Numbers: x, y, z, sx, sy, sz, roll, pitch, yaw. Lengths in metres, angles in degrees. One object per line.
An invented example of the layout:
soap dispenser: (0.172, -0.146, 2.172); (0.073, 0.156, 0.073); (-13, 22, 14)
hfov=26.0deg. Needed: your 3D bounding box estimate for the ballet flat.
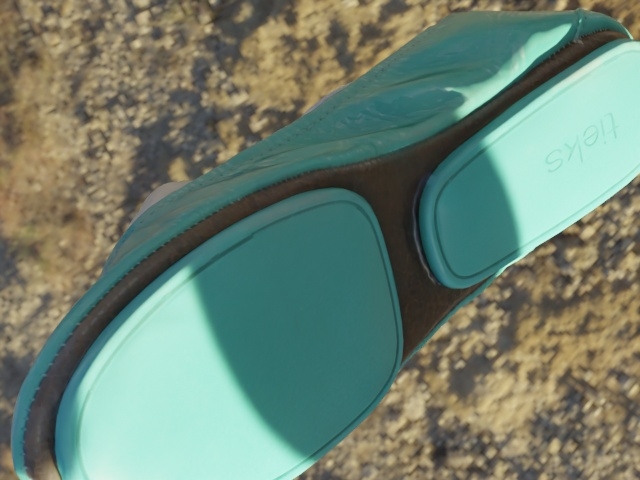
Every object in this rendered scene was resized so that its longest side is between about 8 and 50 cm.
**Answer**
ballet flat: (0.000, 0.000, 0.399); (0.087, 0.247, 0.083); (13, 126, 45)
